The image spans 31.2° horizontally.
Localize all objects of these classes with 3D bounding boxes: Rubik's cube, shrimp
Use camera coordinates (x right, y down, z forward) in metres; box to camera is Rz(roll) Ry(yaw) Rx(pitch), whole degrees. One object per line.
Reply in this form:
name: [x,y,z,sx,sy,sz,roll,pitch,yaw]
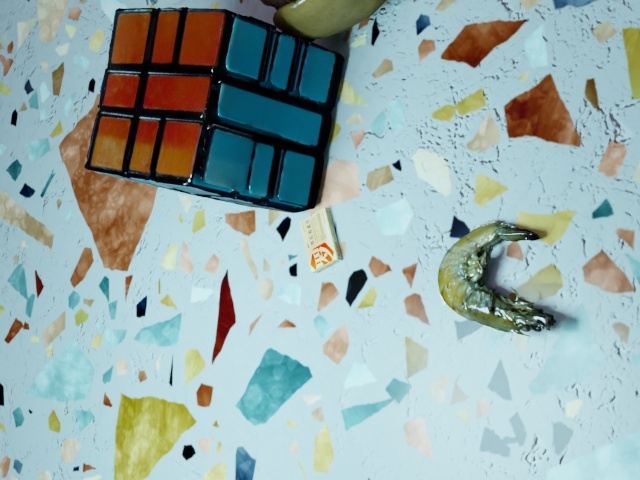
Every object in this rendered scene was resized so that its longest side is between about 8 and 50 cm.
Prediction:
Rubik's cube: [-0.169,-0.209,1.863,0.293,0.288,0.283,14,90,43]
shrimp: [0.254,0.051,1.604,0.217,0.051,0.150,26,92,45]

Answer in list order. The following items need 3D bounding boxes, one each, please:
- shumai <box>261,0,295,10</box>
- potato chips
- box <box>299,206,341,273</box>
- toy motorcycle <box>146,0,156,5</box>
shumai: [-0.042,-0.433,1.924,0.139,0.105,0.123,37,107,18]
potato chips: [0.028,-0.363,1.799,0.208,0.195,0.062,-18,89,-2]
box: [0.000,0.000,1.854,0.058,0.015,0.093,-28,64,32]
toy motorcycle: [-0.324,-0.586,2.199,0.157,0.091,0.263,-40,56,38]
